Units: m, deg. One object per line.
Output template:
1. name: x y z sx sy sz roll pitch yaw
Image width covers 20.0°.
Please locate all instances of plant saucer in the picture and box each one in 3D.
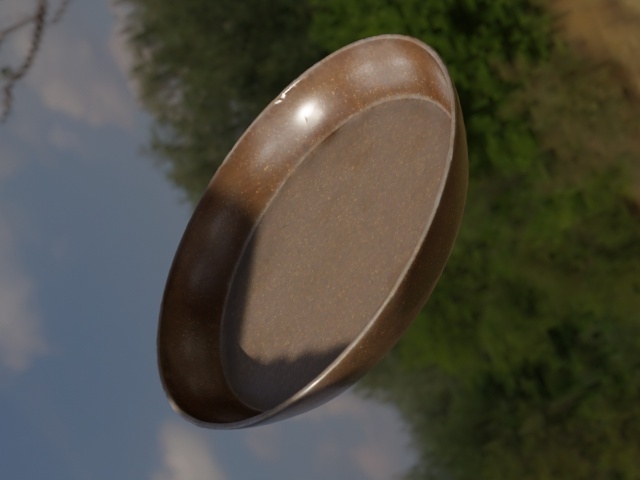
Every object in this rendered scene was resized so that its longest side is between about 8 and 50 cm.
1. plant saucer: 0.000 0.000 0.691 0.029 0.168 0.168 31 -157 -30
